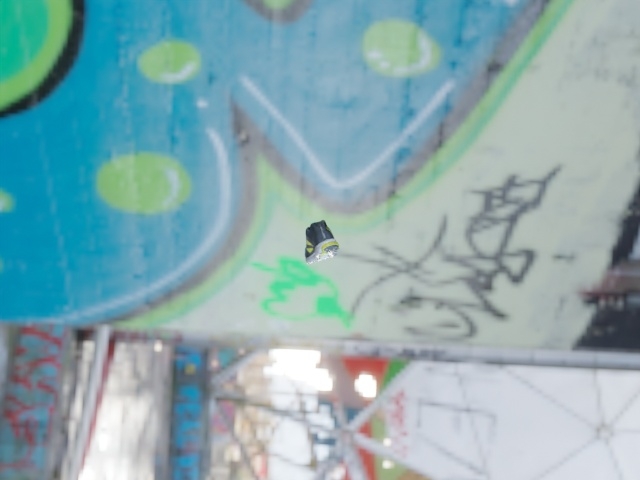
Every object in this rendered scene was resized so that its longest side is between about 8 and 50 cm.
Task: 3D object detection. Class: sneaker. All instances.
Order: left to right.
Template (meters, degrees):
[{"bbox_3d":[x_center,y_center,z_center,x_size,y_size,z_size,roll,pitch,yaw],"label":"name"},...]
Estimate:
[{"bbox_3d":[0.000,0.000,1.400,0.083,0.031,0.035,138,-65,-74],"label":"sneaker"}]
